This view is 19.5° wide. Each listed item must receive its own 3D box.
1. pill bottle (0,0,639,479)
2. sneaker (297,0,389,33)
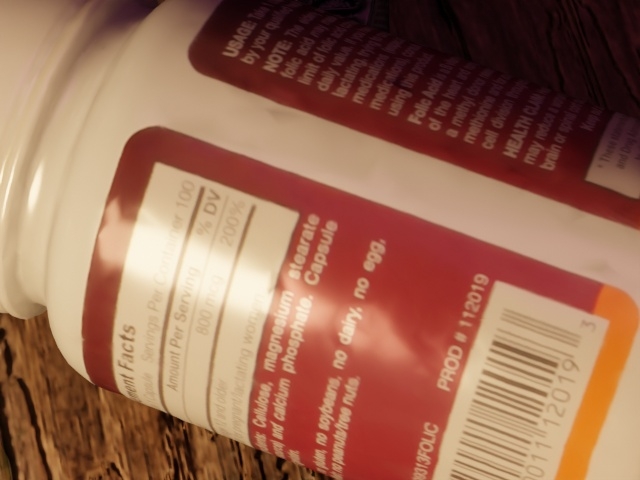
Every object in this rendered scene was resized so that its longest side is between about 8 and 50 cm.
[{"bbox_3d":[0.000,0.000,0.949,0.392,0.224,0.224,21,64,10],"label":"pill bottle"},{"bbox_3d":[0.005,-0.181,1.110,0.078,0.106,0.234,3,62,2],"label":"sneaker"}]
